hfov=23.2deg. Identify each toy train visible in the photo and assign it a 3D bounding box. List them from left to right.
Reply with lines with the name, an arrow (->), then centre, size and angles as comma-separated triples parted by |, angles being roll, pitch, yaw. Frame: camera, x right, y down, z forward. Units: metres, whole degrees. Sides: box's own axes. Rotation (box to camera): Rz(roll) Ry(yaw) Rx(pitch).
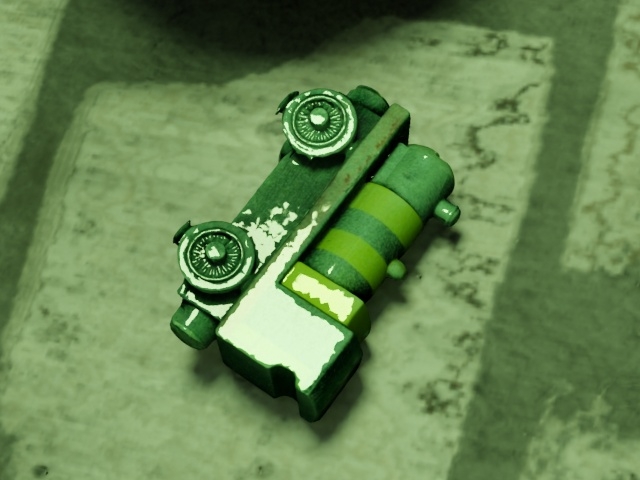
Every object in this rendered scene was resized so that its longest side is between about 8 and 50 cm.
toy train -> 0.000, 0.000, 0.946 | 0.132, 0.083, 0.200 | 33, 74, 14
